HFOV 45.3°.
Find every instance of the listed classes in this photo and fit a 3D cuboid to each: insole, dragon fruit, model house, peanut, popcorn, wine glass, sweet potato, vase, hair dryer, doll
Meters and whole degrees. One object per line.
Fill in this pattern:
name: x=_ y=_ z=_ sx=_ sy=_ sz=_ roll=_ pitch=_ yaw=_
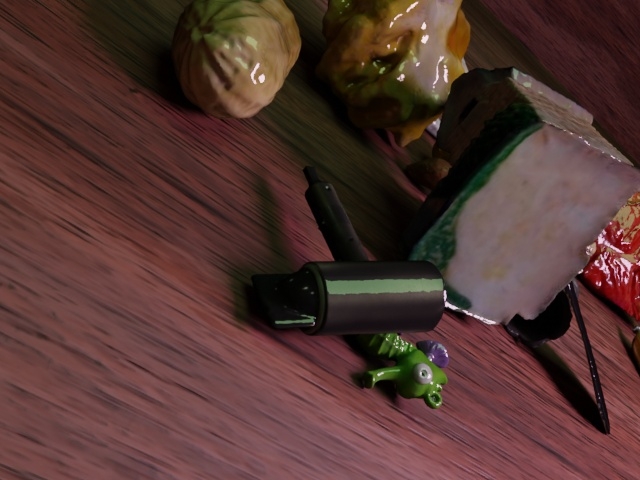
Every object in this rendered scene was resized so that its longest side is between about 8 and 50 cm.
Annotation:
insole: x=0.410 y=0.162 z=1.186 sx=0.119 sy=0.009 sz=0.348 roll=-72 pitch=143 yaw=-54
dragon fruit: x=0.693 y=0.040 z=1.752 sx=0.330 sy=0.302 sz=0.240 roll=60 pitch=0 yaw=1
model house: x=0.247 y=-0.081 z=1.091 sx=0.243 sy=0.298 sz=0.284 roll=24 pitch=30 yaw=-19
peanut: x=-0.100 y=-0.247 z=0.948 sx=0.147 sy=0.147 sz=0.305 roll=43 pitch=27 yaw=-15
popcorn: x=0.127 y=-0.322 z=1.277 sx=0.297 sy=0.281 sz=0.315 roll=26 pitch=75 yaw=-48
wine glass: x=0.220 y=-0.234 z=1.512 sx=0.083 sy=0.039 sz=0.042 roll=40 pitch=20 yaw=-24
sweet potato: x=0.247 y=-0.097 z=1.261 sx=0.219 sy=0.065 sz=0.051 roll=9 pitch=20 yaw=16
vase: x=0.377 y=0.099 z=1.274 sx=0.115 sy=0.115 sz=0.237 roll=56 pitch=25 yaw=11
hair dryer: x=0.000 y=0.000 z=0.837 sx=0.196 sy=0.078 sz=0.248 roll=2 pitch=42 yaw=-27
doll: x=0.066 y=0.110 z=0.846 sx=0.190 sy=0.050 sz=0.115 roll=47 pitch=36 yaw=9

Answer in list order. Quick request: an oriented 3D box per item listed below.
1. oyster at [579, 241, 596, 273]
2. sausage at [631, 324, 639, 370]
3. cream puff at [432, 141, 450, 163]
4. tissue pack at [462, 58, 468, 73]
oyster: x=0.402 y=0.004 z=1.437 sx=0.233 sy=0.107 sz=0.161 roll=21 pitch=28 yaw=-20
sausage: x=0.704 y=0.319 z=1.519 sx=0.082 sy=0.082 sz=0.371 roll=28 pitch=34 yaw=-37
cream puff: x=0.258 y=-0.129 z=1.369 sx=0.156 sy=0.156 sz=0.121 roll=-40 pitch=133 yaw=-63
tissue pack: x=0.209 y=-0.471 z=1.756 sx=0.325 sy=0.071 sz=0.170 roll=33 pitch=34 yaw=-28
